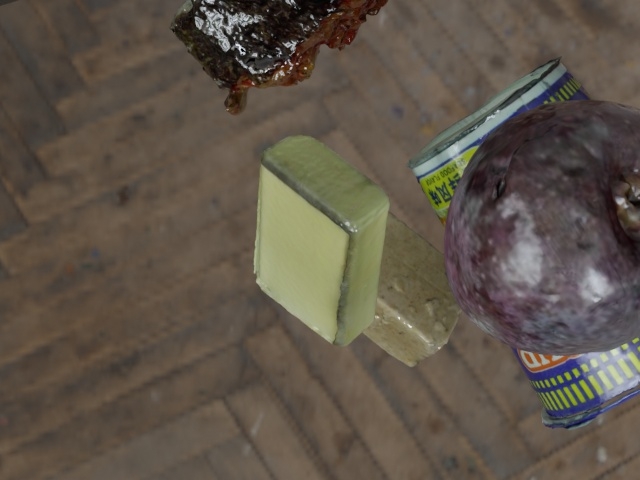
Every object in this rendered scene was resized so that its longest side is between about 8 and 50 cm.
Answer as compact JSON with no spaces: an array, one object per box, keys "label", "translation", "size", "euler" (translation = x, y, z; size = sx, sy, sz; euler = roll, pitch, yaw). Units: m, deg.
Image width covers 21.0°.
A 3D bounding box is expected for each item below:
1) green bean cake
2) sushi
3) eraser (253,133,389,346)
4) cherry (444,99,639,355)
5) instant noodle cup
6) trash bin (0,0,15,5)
[{"label":"green bean cake","translation":[0.075,0.045,1.932],"size":[0.179,0.085,0.109],"euler":[40,59,-9]},{"label":"sushi","translation":[-0.043,-0.293,2.082],"size":[0.182,0.343,0.196],"euler":[53,40,5]},{"label":"eraser","translation":[0.000,0.000,1.497],"size":[0.058,0.172,0.117],"euler":[-35,60,-29]},{"label":"cherry","translation":[0.172,-0.003,1.209],"size":[0.195,0.195,0.195],"euler":[2,57,-3]},{"label":"instant noodle cup","translation":[0.257,-0.011,1.784],"size":[0.284,0.284,0.312],"euler":[-38,94,-24]},{"label":"trash bin","translation":[-0.320,-0.302,1.501],"size":[0.115,0.225,0.165],"euler":[-17,88,-7]}]
